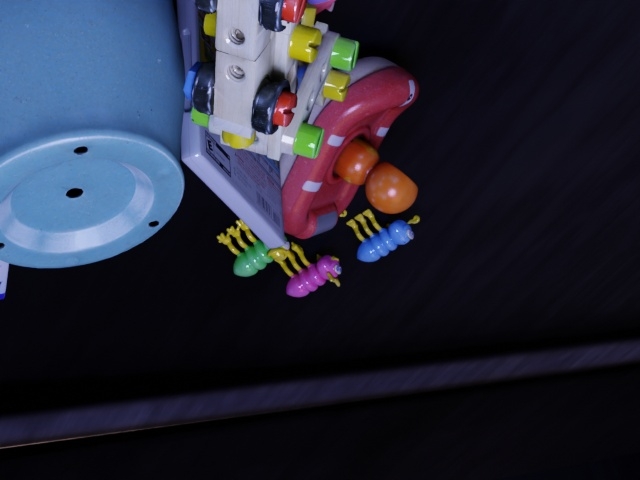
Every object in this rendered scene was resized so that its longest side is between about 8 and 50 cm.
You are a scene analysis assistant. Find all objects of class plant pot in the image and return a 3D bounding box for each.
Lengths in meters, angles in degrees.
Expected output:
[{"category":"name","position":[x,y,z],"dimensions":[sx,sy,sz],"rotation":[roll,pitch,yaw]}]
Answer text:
[{"category":"plant pot","position":[-0.237,-0.125,0.950],"dimensions":[0.271,0.255,0.272],"rotation":[-15,150,-9]}]

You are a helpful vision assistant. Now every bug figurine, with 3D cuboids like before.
[{"category":"bug figurine","position":[0.000,0.000,1.483],"dimensions":[0.216,0.072,0.279],"rotation":[-34,148,23]}]

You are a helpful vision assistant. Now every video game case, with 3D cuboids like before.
[{"category":"video game case","position":[-0.090,-0.119,1.114],"dimensions":[0.023,0.193,0.212],"rotation":[-13,153,16]}]

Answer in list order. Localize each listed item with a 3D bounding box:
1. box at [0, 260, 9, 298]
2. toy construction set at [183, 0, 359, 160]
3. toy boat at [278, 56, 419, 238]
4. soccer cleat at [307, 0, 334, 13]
[{"category":"box","position":[-0.380,-0.020,1.163],"dimensions":[0.072,0.126,0.137],"rotation":[-7,147,-24]},{"category":"toy construction set","position":[-0.044,-0.205,0.922],"dimensions":[0.151,0.215,0.328],"rotation":[7,133,20]},{"category":"toy boat","position":[0.046,-0.088,1.233],"dimensions":[0.151,0.151,0.231],"rotation":[-21,143,-58]},{"category":"soccer cleat","position":[0.034,-0.291,1.024],"dimensions":[0.248,0.083,0.095],"rotation":[-30,144,22]}]
